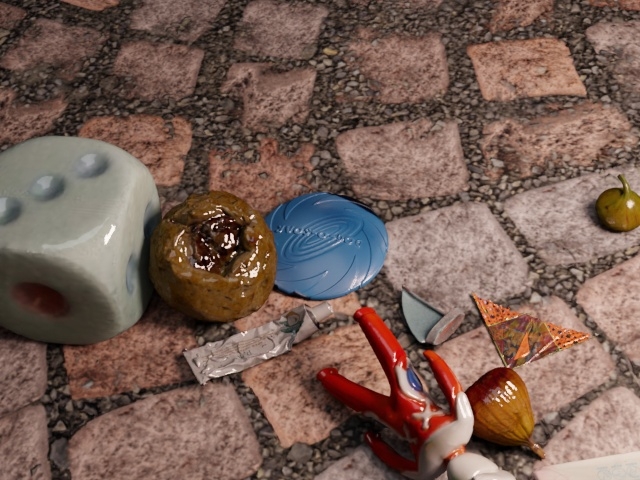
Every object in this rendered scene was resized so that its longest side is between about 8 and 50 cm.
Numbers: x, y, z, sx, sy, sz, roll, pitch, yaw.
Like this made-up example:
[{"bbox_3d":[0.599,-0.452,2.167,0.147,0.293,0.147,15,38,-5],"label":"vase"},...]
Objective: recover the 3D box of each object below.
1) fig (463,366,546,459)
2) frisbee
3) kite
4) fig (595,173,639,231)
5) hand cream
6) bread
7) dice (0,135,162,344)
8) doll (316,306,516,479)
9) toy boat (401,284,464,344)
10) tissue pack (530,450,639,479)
[{"bbox_3d":[0.280,0.267,1.778,0.119,0.153,0.119,-32,25,17],"label":"fig"},{"bbox_3d":[0.000,0.000,2.034,0.242,0.045,0.242,-2,52,2],"label":"frisbee"},{"bbox_3d":[0.331,0.167,1.895,0.222,0.008,0.125,19,55,19],"label":"kite"},{"bbox_3d":[0.529,-0.061,2.005,0.082,0.098,0.084,-12,63,-7],"label":"fig"},{"bbox_3d":[-0.097,0.164,1.907,0.257,0.050,0.084,-25,51,-7],"label":"hand cream"},{"bbox_3d":[-0.178,0.026,1.931,0.230,0.123,0.229,4,76,-15],"label":"bread"},{"bbox_3d":[-0.425,0.000,1.927,0.268,0.264,0.262,5,52,10],"label":"dice"},{"bbox_3d":[0.151,0.273,1.737,0.099,0.188,0.384,6,33,-48],"label":"doll"},{"bbox_3d":[0.170,0.125,1.933,0.122,0.034,0.096,30,59,35],"label":"toy boat"},{"bbox_3d":[0.448,0.402,1.625,0.271,0.124,0.201,-9,48,-1],"label":"tissue pack"}]
